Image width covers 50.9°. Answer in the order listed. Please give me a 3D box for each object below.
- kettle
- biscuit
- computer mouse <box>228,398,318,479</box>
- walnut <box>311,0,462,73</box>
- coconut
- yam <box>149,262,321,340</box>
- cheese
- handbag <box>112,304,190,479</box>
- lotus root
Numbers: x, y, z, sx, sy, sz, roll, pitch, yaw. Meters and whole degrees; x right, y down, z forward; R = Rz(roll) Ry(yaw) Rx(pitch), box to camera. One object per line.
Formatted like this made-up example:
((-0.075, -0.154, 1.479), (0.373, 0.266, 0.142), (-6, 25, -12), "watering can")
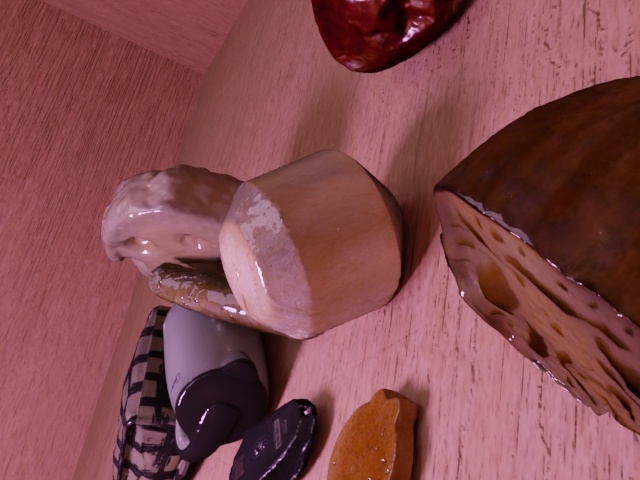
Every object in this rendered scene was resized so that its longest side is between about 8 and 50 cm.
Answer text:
((-0.173, 0.221, 1.054), (0.221, 0.161, 0.236), (-61, 24, 14), "kettle")
((0.042, 0.256, 0.647), (0.166, 0.036, 0.226), (-39, 33, 53), "biscuit")
((-0.050, 0.267, 0.849), (0.172, 0.057, 0.099), (-46, 26, 23), "computer mouse")
((0.098, -0.368, 0.908), (0.244, 0.222, 0.269), (-41, 4, -17), "walnut")
((0.000, 0.000, 0.790), (0.202, 0.222, 0.202), (47, 149, 39), "coconut")
((-0.132, 0.088, 1.001), (0.317, 0.067, 0.071), (11, 60, 36), "yam")
((-0.199, 0.000, 1.126), (0.318, 0.326, 0.115), (-5, 55, 25), "cheese")
((-0.321, 0.351, 1.312), (0.325, 0.162, 0.327), (-99, 30, -58), "handbag")
((0.189, 0.003, 0.390), (0.180, 0.199, 0.188), (-41, 59, -9), "lotus root")
